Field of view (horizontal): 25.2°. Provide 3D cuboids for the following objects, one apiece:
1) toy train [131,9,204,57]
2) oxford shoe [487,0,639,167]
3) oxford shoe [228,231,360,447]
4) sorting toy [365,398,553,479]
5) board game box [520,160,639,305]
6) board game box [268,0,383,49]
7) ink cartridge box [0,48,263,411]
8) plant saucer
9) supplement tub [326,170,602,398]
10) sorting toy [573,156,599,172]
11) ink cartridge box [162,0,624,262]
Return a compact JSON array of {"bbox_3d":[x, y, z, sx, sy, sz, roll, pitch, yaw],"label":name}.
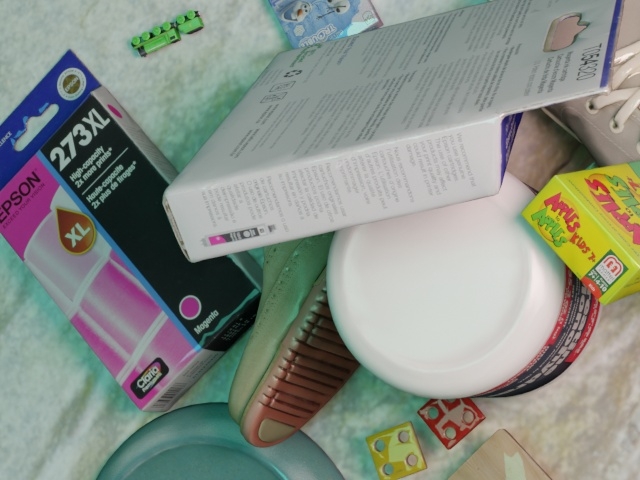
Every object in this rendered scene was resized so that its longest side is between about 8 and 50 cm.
[{"bbox_3d":[-0.158,-0.214,1.483,0.083,0.017,0.023,-23,87,17],"label":"toy train"},{"bbox_3d":[0.288,-0.117,1.236,0.169,0.130,0.449,-31,75,8],"label":"oxford shoe"},{"bbox_3d":[0.000,0.000,1.347,0.147,0.140,0.397,24,84,27],"label":"oxford shoe"},{"bbox_3d":[0.161,0.255,1.296,0.132,0.046,0.274,-47,72,10],"label":"sorting toy"},{"bbox_3d":[0.237,-0.011,1.090,0.092,0.181,0.043,51,121,19],"label":"board game box"},{"bbox_3d":[0.003,-0.230,1.421,0.090,0.020,0.090,-31,76,15],"label":"board game box"},{"bbox_3d":[-0.219,-0.018,1.464,0.176,0.069,0.371,-45,69,11],"label":"ink cartridge box"},{"bbox_3d":[-0.109,0.317,1.395,0.318,0.044,0.317,-2,84,21],"label":"plant saucer"},{"bbox_3d":[0.133,0.038,1.208,0.191,0.272,0.191,-2,84,21],"label":"supplement tub"},{"bbox_3d":[0.258,-0.047,1.309,0.083,0.012,0.062,-46,71,10],"label":"sorting toy"},{"bbox_3d":[0.080,-0.106,1.116,0.330,0.324,0.071,-10,112,20],"label":"ink cartridge box"}]
